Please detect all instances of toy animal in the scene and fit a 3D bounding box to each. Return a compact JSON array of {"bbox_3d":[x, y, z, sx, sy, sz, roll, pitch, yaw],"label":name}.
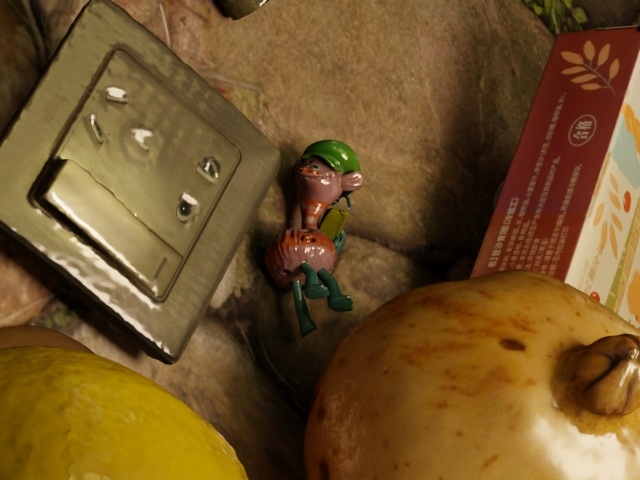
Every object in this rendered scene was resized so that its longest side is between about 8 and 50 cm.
[{"bbox_3d":[0.000,0.000,1.941,0.103,0.100,0.208,56,26,-44],"label":"toy animal"}]

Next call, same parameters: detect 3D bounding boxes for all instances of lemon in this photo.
[{"bbox_3d":[-0.198,0.244,1.419,0.348,0.348,0.348,24,55,-38],"label":"lemon"}]

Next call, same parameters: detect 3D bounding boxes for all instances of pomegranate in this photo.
[{"bbox_3d":[0.183,0.196,1.772,0.410,0.410,0.410,24,55,-38],"label":"pomegranate"}]

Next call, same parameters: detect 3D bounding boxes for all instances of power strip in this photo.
[{"bbox_3d":[-0.184,-0.053,1.762,0.257,0.092,0.251,42,53,-25],"label":"power strip"}]

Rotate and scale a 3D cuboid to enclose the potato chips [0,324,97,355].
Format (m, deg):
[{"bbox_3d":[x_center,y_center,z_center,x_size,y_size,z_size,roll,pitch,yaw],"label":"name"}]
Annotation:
[{"bbox_3d":[-0.226,0.158,1.633,0.208,0.062,0.195,16,57,-39],"label":"potato chips"}]

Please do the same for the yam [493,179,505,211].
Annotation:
[{"bbox_3d":[0.306,-0.064,2.294,0.259,0.093,0.093,-22,87,-50],"label":"yam"}]

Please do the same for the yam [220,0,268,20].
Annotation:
[{"bbox_3d":[-0.108,-0.315,1.996,0.169,0.068,0.068,56,41,-11],"label":"yam"}]

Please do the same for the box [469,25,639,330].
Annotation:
[{"bbox_3d":[0.329,0.019,2.135,0.344,0.122,0.385,53,48,-41],"label":"box"}]
